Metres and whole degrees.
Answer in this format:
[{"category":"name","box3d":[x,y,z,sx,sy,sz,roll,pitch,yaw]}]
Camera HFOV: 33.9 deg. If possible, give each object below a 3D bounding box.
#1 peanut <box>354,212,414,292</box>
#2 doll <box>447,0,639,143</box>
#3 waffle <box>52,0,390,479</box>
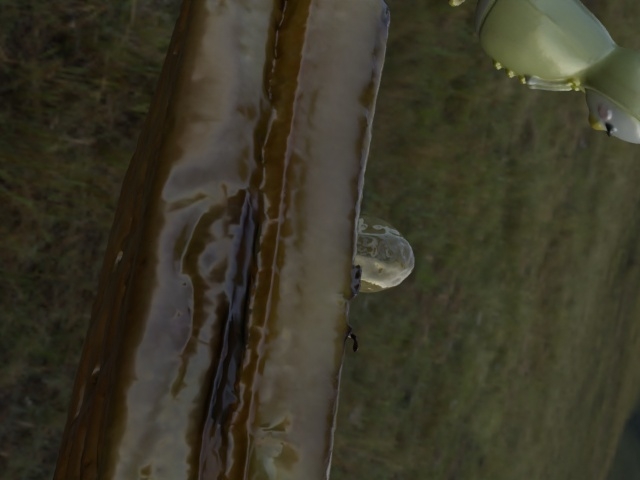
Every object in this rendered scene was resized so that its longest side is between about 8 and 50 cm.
[{"category":"peanut","box3d":[0.000,0.000,1.349,0.125,0.275,0.111,-168,-89,-69]},{"category":"doll","box3d":[0.244,-0.180,1.027,0.117,0.296,0.141,-43,167,6]},{"category":"waffle","box3d":[-0.058,0.048,0.484,0.224,0.098,0.327,125,-23,-57]}]
